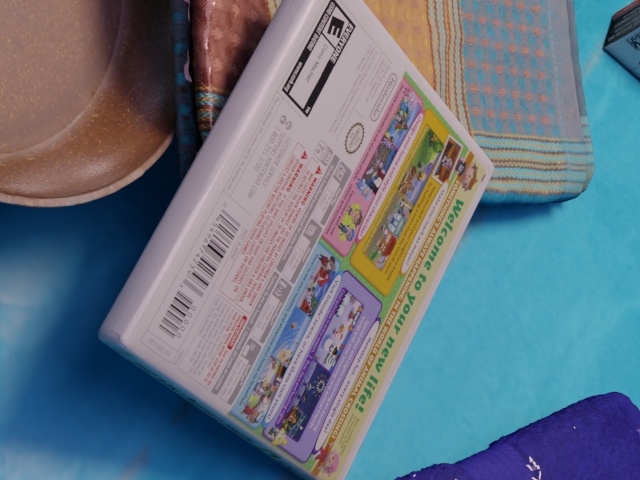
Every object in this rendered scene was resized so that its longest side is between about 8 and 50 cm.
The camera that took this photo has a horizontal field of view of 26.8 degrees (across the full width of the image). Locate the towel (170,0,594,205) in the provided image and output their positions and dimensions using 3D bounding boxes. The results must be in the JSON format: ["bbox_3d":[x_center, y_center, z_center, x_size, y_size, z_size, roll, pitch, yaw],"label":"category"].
[{"bbox_3d":[0.052,-0.157,0.789,0.370,0.040,0.271,-1,86,-51],"label":"towel"}]

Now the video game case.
[{"bbox_3d":[0.000,0.000,0.690,0.193,0.023,0.212,43,68,-46],"label":"video game case"}]

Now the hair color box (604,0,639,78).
[{"bbox_3d":[0.292,-0.132,1.022,0.141,0.072,0.043,36,54,-19],"label":"hair color box"}]

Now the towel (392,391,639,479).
[{"bbox_3d":[0.105,0.228,0.735,0.308,0.076,0.227,-14,72,-39],"label":"towel"}]

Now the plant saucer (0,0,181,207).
[{"bbox_3d":[-0.161,-0.163,0.597,0.310,0.050,0.310,28,57,-53],"label":"plant saucer"}]
